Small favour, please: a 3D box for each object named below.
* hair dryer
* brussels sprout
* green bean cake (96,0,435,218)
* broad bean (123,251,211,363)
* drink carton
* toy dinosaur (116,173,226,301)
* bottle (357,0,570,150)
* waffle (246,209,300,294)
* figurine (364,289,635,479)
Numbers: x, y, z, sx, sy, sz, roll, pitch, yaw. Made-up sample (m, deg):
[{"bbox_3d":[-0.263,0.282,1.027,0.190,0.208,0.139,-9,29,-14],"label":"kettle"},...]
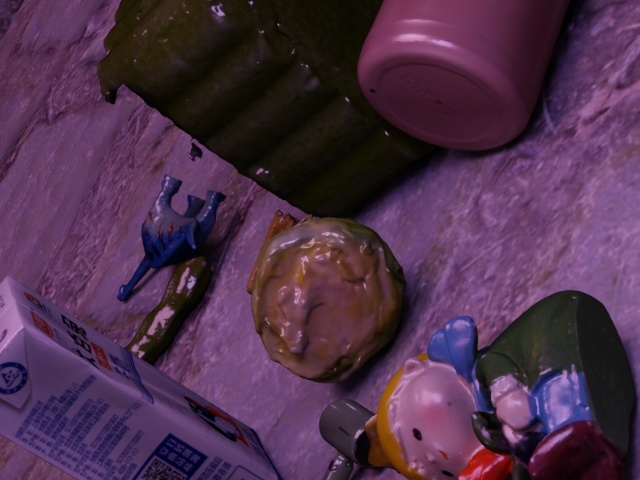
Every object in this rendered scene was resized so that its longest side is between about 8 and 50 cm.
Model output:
[{"bbox_3d":[0.008,0.217,1.418,0.150,0.047,0.071,-62,27,0],"label":"hair dryer"},{"bbox_3d":[0.001,0.051,1.513,0.151,0.149,0.122,-40,9,-3],"label":"brussels sprout"},{"bbox_3d":[-0.039,-0.206,1.689,0.218,0.319,0.335,-37,27,39],"label":"green bean cake"},{"bbox_3d":[-0.210,0.121,1.883,0.052,0.053,0.256,36,84,36],"label":"broad bean"},{"bbox_3d":[-0.191,0.167,1.499,0.106,0.315,0.130,-52,25,4],"label":"drink carton"},{"bbox_3d":[-0.180,-0.018,1.953,0.329,0.076,0.144,-27,39,63],"label":"toy dinosaur"},{"bbox_3d":[0.156,-0.243,1.575,0.206,0.173,0.296,100,-171,-64],"label":"bottle"},{"bbox_3d":[0.000,0.000,1.704,0.191,0.032,0.125,-18,42,49],"label":"waffle"},{"bbox_3d":[0.125,0.149,1.223,0.234,0.127,0.185,-27,44,27],"label":"figurine"}]
